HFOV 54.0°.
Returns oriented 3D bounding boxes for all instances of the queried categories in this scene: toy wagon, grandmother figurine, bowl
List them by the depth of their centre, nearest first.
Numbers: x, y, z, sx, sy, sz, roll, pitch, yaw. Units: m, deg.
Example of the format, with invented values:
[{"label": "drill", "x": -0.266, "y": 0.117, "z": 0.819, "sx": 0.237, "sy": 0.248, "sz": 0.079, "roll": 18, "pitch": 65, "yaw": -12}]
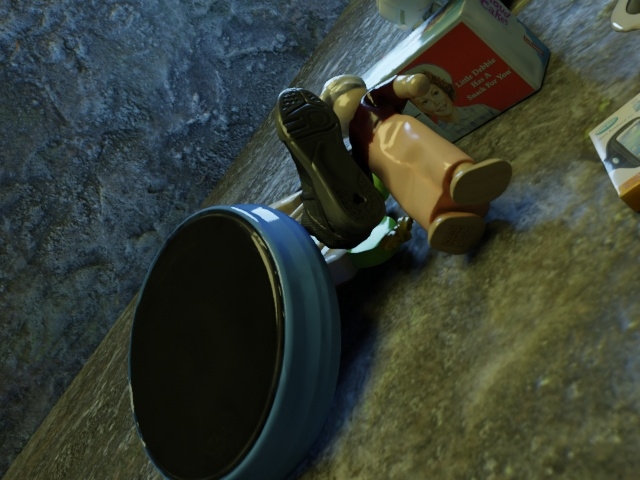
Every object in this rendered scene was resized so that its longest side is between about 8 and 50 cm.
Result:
[{"label": "grandmother figurine", "x": 0.091, "y": -0.118, "z": 0.808, "sx": 0.208, "sy": 0.104, "sz": 0.342, "roll": -62, "pitch": 38, "yaw": 24}, {"label": "bowl", "x": -0.138, "y": 0.138, "z": 0.836, "sx": 0.391, "sy": 0.077, "sz": 0.391, "roll": -15, "pitch": 69, "yaw": 44}, {"label": "toy wagon", "x": 0.000, "y": 0.000, "z": 0.947, "sx": 0.344, "sy": 0.068, "sz": 0.267, "roll": 6, "pitch": 44, "yaw": 46}]

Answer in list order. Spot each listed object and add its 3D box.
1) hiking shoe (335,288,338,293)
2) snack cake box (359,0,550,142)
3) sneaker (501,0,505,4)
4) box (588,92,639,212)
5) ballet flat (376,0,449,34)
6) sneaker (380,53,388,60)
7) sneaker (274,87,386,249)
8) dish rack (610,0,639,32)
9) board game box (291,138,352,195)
[{"label": "hiking shoe", "x": -0.061, "y": 0.152, "z": 0.908, "sx": 0.227, "sy": 0.086, "sz": 0.114, "roll": -58, "pitch": 15, "yaw": -16}, {"label": "snack cake box", "x": 0.173, "y": -0.230, "z": 0.915, "sx": 0.264, "sy": 0.152, "sz": 0.089, "roll": -29, "pitch": 30, "yaw": 52}, {"label": "sneaker", "x": 0.290, "y": -0.473, "z": 1.144, "sx": 0.126, "sy": 0.127, "sz": 0.321, "roll": 16, "pitch": 93, "yaw": 36}, {"label": "box", "x": 0.293, "y": -0.093, "z": 0.566, "sx": 0.081, "sy": 0.028, "sz": 0.136, "roll": -43, "pitch": 23, "yaw": 31}, {"label": "ballet flat", "x": 0.153, "y": -0.367, "z": 0.920, "sx": 0.147, "sy": 0.147, "sz": 0.409, "roll": -46, "pitch": -12, "yaw": 23}, {"label": "sneaker", "x": 0.116, "y": -0.332, "z": 1.397, "sx": 0.221, "sy": 0.087, "sz": 0.128, "roll": -29, "pitch": 19, "yaw": 28}, {"label": "sneaker", "x": -0.005, "y": -0.083, "z": 0.815, "sx": 0.087, "sy": 0.228, "sz": 0.130, "roll": -20, "pitch": -21, "yaw": -26}, {"label": "dish rack", "x": 0.438, "y": -0.322, "z": 0.552, "sx": 0.333, "sy": 0.072, "sz": 0.285, "roll": -59, "pitch": 18, "yaw": -16}, {"label": "board game box", "x": 0.033, "y": -0.190, "z": 1.344, "sx": 0.194, "sy": 0.060, "sz": 0.194, "roll": -42, "pitch": 22, "yaw": 33}]
